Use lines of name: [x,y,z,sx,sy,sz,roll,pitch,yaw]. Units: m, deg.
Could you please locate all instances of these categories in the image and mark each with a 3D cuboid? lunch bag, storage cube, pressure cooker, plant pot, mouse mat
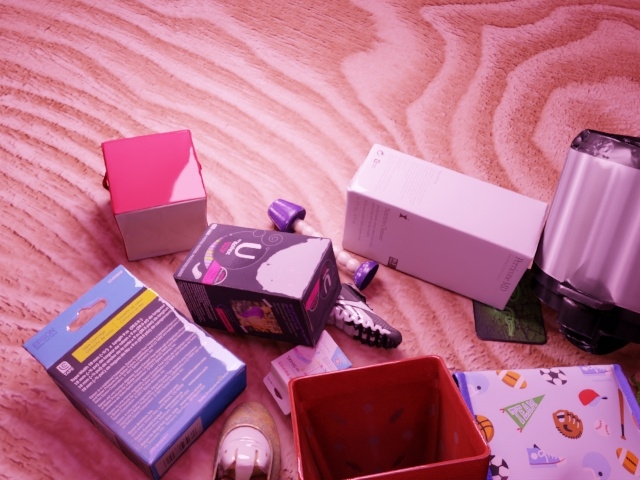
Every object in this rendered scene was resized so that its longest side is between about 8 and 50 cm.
lunch bag: [0.383,0.425,1.072,0.328,0.239,0.385,-3,49,-10]
storage cube: [-0.348,-0.095,1.395,0.215,0.183,0.193,-12,59,-14]
pressure cooker: [0.612,0.023,1.259,0.370,0.420,0.375,13,16,-4]
plant pot: [0.102,0.369,1.038,0.267,0.236,0.267,-8,22,-3]
mouse mat: [0.403,0.135,1.412,0.152,0.007,0.189,5,54,-2]

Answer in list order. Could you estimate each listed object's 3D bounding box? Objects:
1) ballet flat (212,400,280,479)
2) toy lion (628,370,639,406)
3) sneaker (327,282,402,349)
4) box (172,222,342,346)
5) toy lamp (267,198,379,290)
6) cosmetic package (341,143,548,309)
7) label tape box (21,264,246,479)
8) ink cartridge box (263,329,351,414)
ballet flat: [-0.136,0.424,1.095,0.123,0.123,0.348,9,55,1]
toy lion: [0.674,0.303,1.307,0.100,0.034,0.096,-15,65,-16]
sneaker: [0.066,0.139,1.334,0.234,0.078,0.106,21,59,12]
box: [-0.116,0.081,1.264,0.270,0.143,0.165,7,45,21]
toy lamp: [0.000,0.000,1.425,0.275,0.080,0.080,34,59,17]
cosmetic package: [0.253,-0.028,1.383,0.385,0.217,0.156,22,56,14]
label tape box: [-0.338,0.236,1.212,0.334,0.106,0.240,35,59,19]
ink cartridge box: [-0.027,0.256,1.236,0.143,0.090,0.092,-28,62,-23]
